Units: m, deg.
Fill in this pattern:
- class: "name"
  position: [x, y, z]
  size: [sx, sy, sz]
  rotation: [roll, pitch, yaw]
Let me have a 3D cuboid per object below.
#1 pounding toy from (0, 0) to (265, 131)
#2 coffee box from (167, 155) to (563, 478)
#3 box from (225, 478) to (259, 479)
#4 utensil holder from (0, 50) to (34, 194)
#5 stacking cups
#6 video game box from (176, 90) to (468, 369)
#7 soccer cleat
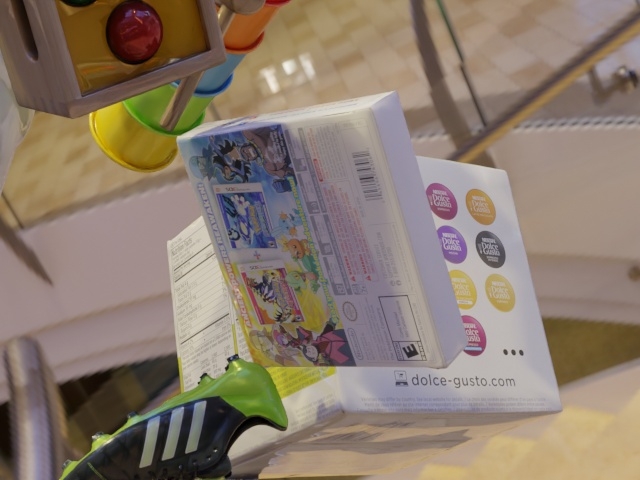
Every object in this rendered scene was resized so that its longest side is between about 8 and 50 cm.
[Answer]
- class: "pounding toy"
  position: [-0.110, -0.154, 0.795]
  size: [0.206, 0.181, 0.094]
  rotation: [-27, 27, -32]
- class: "coffee box"
  position: [0.041, 0.102, 1.465]
  size: [0.338, 0.334, 0.338]
  rotation: [6, -25, -35]
- class: "box"
  position: [-0.149, 0.313, 1.470]
  size: [0.145, 0.038, 0.186]
  rotation: [4, 28, -39]
- class: "utensil holder"
  position: [-0.450, -0.009, 0.960]
  size: [0.328, 0.327, 0.385]
  rotation: [-10, 57, 36]
- class: "stacking cups"
  position: [-0.094, -0.177, 1.001]
  size: [0.316, 0.096, 0.096]
  rotation: [-40, 7, 44]
- class: "video game box"
  position: [0.000, 0.000, 0.871]
  size: [0.187, 0.205, 0.048]
  rotation: [-5, 21, 35]
- class: "soccer cleat"
  position: [-0.106, 0.151, 0.818]
  size: [0.179, 0.072, 0.060]
  rotation: [-30, -13, -12]
